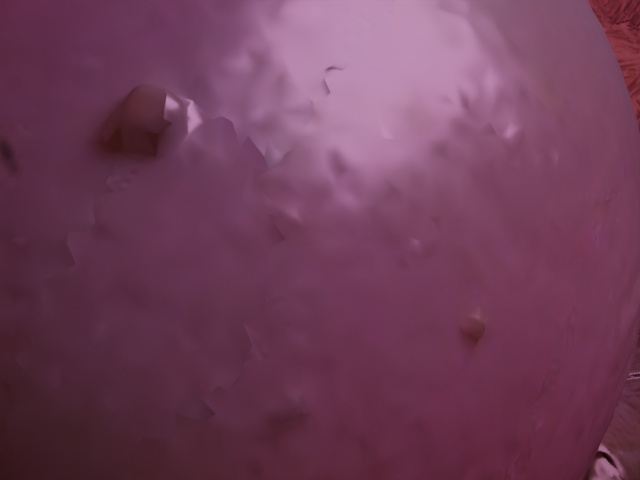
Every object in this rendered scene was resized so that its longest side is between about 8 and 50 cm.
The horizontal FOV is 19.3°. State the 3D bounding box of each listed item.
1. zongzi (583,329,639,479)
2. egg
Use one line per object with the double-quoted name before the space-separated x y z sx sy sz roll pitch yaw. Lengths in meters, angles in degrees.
"zongzi" 0.136 0.111 1.423 0.467 0.218 0.500 26 14 -34
"egg" -0.059 0.030 0.693 0.354 0.354 0.340 40 27 -11
